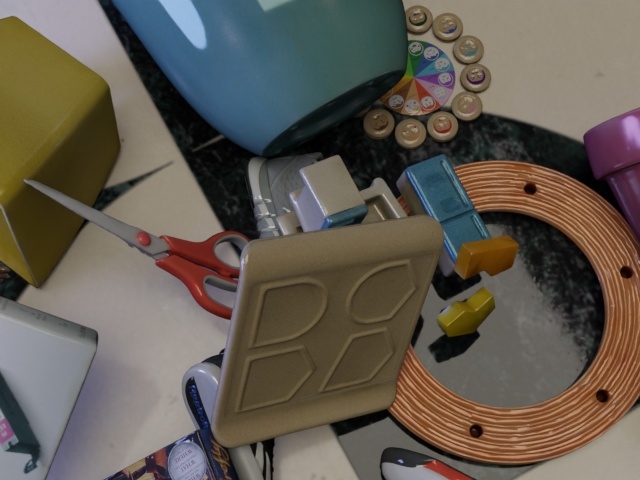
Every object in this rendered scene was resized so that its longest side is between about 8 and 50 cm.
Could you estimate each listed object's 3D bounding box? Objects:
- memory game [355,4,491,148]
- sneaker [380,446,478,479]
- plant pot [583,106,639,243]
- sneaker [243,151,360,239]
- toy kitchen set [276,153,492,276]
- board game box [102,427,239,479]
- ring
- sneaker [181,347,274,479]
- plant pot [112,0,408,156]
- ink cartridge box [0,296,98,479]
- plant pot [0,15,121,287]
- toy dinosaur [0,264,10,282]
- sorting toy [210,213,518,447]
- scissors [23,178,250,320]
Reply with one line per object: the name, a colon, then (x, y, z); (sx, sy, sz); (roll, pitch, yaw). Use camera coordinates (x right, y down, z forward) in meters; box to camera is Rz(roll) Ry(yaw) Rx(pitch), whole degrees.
memory game: (0.109, -0.195, 1.209); (0.186, 0.012, 0.186); (-1, 73, 2)
sneaker: (0.153, 0.325, 1.010); (0.270, 0.090, 0.145); (29, 74, 8)
plant pot: (0.395, -0.056, 1.067); (0.201, 0.201, 0.180); (-14, 86, -2)
sneaker: (0.000, 0.000, 1.120); (0.132, 0.086, 0.229); (-13, 72, -4)
toy kitchen set: (0.080, -0.023, 1.021); (0.207, 0.166, 0.122); (-22, 75, -20)
board game box: (-0.173, 0.308, 1.003); (0.243, 0.042, 0.165); (-31, 72, 21)
ring: (0.198, 0.074, 1.115); (0.336, 0.032, 0.337); (-1, 73, 2)
sneaker: (-0.062, 0.212, 1.063); (0.079, 0.121, 0.217); (-3, 104, 37)
plant pot: (-0.043, -0.233, 1.095); (0.293, 0.293, 0.235); (-29, 86, -6)
ink cartridge box: (-0.374, 0.178, 0.986); (0.239, 0.060, 0.275); (21, 97, -14)
plant pot: (-0.338, -0.113, 1.115); (0.212, 0.212, 0.187); (35, 67, 12)
toy dinosaur: (-0.455, 0.051, 1.057); (0.127, 0.296, 0.200); (-21, 31, 21)
sorting toy: (0.044, 0.077, 0.997); (0.307, 0.229, 0.041); (-9, 37, -29)
scissors: (-0.168, 0.015, 1.054); (0.021, 0.297, 0.109); (-28, 57, 39)
